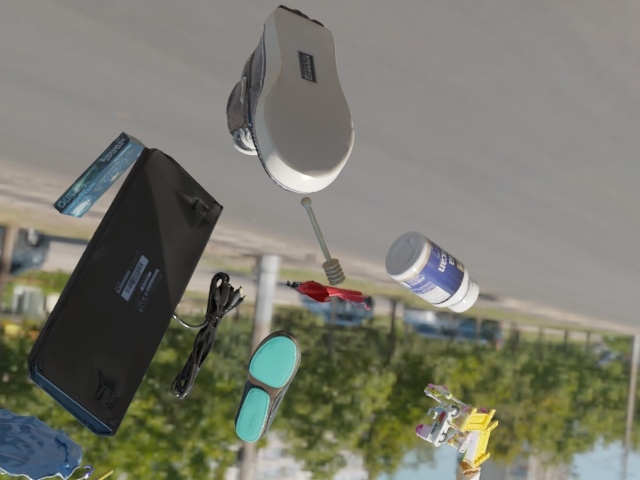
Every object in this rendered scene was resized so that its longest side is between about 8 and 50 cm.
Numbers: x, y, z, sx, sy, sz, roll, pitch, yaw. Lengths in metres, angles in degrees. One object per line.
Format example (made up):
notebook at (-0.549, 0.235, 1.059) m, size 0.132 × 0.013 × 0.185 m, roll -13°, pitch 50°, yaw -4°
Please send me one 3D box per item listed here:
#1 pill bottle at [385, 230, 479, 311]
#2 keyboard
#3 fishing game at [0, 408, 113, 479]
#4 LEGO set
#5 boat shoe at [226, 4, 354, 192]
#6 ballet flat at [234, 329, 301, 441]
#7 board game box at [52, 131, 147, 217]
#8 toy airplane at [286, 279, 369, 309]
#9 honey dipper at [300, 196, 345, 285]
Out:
pill bottle at (0.204, 0.061, 2.051) m, size 0.169 × 0.094 × 0.094 m, roll 34°, pitch 162°, yaw -33°
keyboard at (-0.179, 0.067, 1.225) m, size 0.033 × 0.317 × 0.201 m, roll -17°, pitch 128°, yaw 41°
fishing game at (-0.436, 0.299, 1.657) m, size 0.264 × 0.041 × 0.189 m, roll 24°, pitch -167°, yaw 8°
LEGO set at (0.241, 0.341, 2.089) m, size 0.107 × 0.132 × 0.287 m, roll 32°, pitch 166°, yaw 31°
boat shoe at (-0.049, -0.141, 1.450) m, size 0.127 × 0.340 × 0.158 m, roll 22°, pitch 129°, yaw -17°
ballet flat at (-0.104, 0.277, 2.306) m, size 0.095 × 0.280 × 0.096 m, roll 28°, pitch -152°, yaw 6°
board game box at (-0.404, -0.119, 2.114) m, size 0.026 × 0.186 × 0.126 m, roll 44°, pitch -179°, yaw 5°
toy airplane at (0.015, 0.087, 1.917) m, size 0.151 × 0.028 × 0.151 m, roll 14°, pitch -177°, yaw -1°
honey dipper at (0.000, 0.000, 1.869) m, size 0.030 × 0.160 × 0.030 m, roll -19°, pitch -157°, yaw 9°
